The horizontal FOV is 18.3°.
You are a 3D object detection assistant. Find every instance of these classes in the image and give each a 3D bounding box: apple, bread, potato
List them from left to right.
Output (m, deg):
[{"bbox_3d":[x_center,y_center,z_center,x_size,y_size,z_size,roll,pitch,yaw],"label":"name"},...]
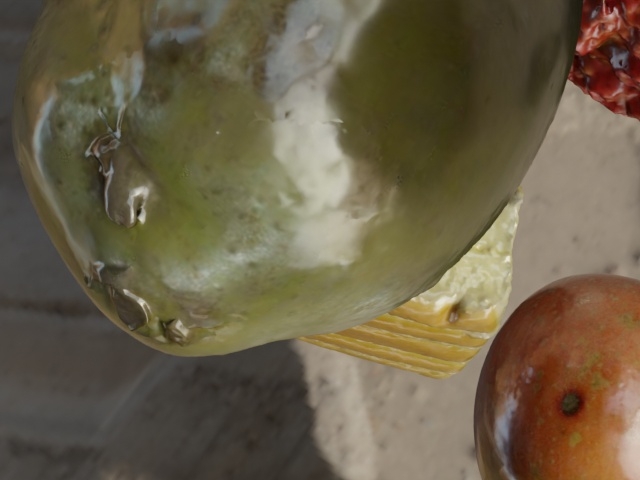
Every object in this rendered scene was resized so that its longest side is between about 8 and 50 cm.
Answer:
[{"bbox_3d":[-0.002,-0.088,0.863,0.221,0.326,0.243,39,110,-1],"label":"potato"},{"bbox_3d":[0.000,0.000,1.329,0.246,0.111,0.239,15,166,-1],"label":"bread"},{"bbox_3d":[0.234,0.155,1.557,0.253,0.253,0.254,14,128,18],"label":"apple"}]

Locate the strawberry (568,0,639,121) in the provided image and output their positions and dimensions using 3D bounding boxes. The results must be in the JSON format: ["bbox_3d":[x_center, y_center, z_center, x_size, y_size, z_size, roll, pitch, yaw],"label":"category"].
[{"bbox_3d":[0.205,-0.163,1.140,0.274,0.220,0.274,52,153,42],"label":"strawberry"}]
